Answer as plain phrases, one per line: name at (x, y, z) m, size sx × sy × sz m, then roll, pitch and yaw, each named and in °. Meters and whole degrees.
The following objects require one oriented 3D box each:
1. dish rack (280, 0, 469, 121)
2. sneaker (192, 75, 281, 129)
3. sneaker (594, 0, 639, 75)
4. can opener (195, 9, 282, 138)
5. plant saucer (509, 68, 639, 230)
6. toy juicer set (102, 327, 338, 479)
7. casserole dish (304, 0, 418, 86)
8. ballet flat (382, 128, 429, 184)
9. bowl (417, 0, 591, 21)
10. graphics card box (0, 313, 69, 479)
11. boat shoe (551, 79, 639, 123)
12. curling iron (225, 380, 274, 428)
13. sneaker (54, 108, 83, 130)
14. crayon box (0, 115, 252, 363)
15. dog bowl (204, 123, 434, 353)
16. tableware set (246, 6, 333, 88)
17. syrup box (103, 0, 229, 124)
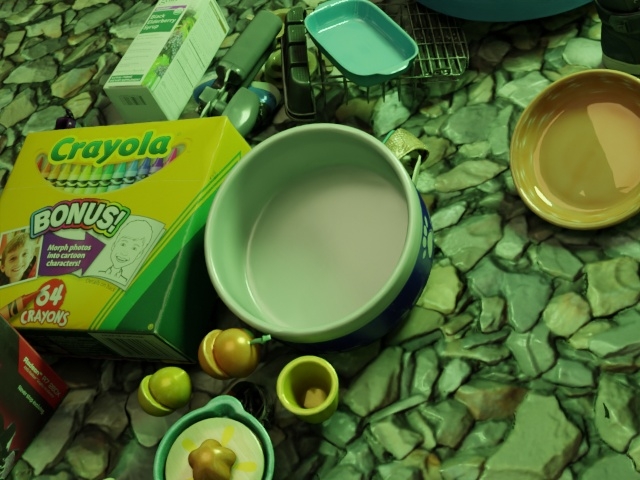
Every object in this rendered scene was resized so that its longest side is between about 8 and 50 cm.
dish rack at (0.077, -0.274, 1.557) m, size 0.271 × 0.074 × 0.208 m, roll -4°, pitch 48°, yaw -1°
sneaker at (-0.143, -0.204, 1.622) m, size 0.152 × 0.058 × 0.085 m, roll 9°, pitch 46°, yaw 24°
sneaker at (0.454, -0.280, 1.332) m, size 0.226 × 0.163 × 0.086 m, roll 11°, pitch 55°, yaw 31°
can opener at (-0.108, -0.228, 1.555) m, size 0.095 × 0.076 × 0.283 m, roll 26°, pitch 49°, yaw 3°
plant saucer at (0.328, -0.107, 1.278) m, size 0.199 × 0.037 × 0.200 m, roll -7°, pitch 75°, yaw 28°
toy juicer set at (-0.144, 0.230, 1.168) m, size 0.209 × 0.089 × 0.329 m, roll 31°, pitch 73°, yaw 23°
casserole dish at (0.056, -0.274, 1.483) m, size 0.114 × 0.037 × 0.188 m, roll -25°, pitch 51°, yaw -19°
ballet flat at (0.080, -0.062, 1.385) m, size 0.067 × 0.073 × 0.206 m, roll 23°, pitch 66°, yaw 22°
bowl at (0.292, -0.458, 1.592) m, size 0.391 × 0.077 × 0.391 m, roll -8°, pitch 43°, yaw 8°
graphics card box at (-0.484, 0.249, 1.255) m, size 0.094 × 0.233 × 0.371 m, roll 14°, pitch 57°, yaw 34°
boat shoe at (0.380, -0.163, 1.340) m, size 0.190 × 0.068 × 0.072 m, roll 33°, pitch 57°, yaw 31°
curling iron at (-0.154, 0.267, 1.220) m, size 0.274 × 0.035 × 0.068 m, roll -45°, pitch 47°, yaw -17°
sneaker at (-0.446, -0.103, 1.648) m, size 0.083 × 0.098 × 0.224 m, roll 18°, pitch 60°, yaw 36°
crayon box at (-0.292, -0.003, 1.433) m, size 0.362 × 0.106 × 0.313 m, roll -1°, pitch 62°, yaw 30°
dog bowl at (0.000, 0.000, 1.278) m, size 0.264 × 0.104 × 0.265 m, roll -7°, pitch 69°, yaw 18°
tableware set at (-0.061, -0.315, 1.696) m, size 0.128 × 0.039 × 0.194 m, roll -21°, pitch 45°, yaw 7°
syrup box at (-0.248, -0.300, 1.733) m, size 0.093 × 0.096 × 0.237 m, roll 4°, pitch 54°, yaw 29°
